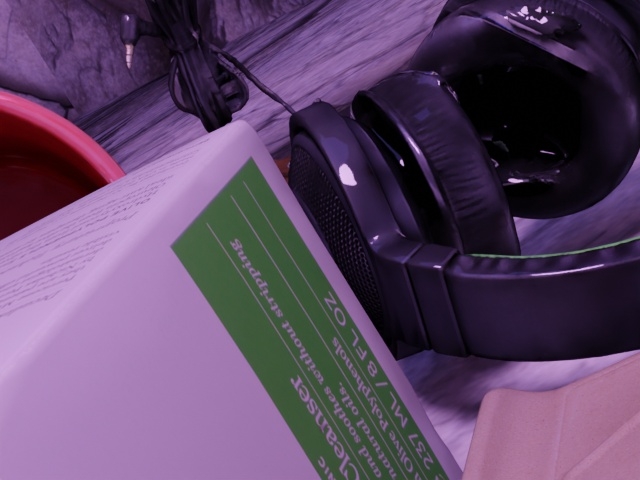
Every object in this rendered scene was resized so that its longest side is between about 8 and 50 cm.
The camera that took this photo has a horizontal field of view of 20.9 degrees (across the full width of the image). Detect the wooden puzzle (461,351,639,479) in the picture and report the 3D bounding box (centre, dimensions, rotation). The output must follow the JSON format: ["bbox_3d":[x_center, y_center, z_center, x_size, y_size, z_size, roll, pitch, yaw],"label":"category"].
[{"bbox_3d":[0.159,0.068,0.576,0.238,0.044,0.221,-22,14,18],"label":"wooden puzzle"}]

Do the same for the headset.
[{"bbox_3d":[0.064,-0.068,0.857,0.394,0.185,0.243,12,40,42],"label":"headset"}]

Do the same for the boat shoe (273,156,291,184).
[{"bbox_3d":[0.000,0.000,1.079,0.104,0.111,0.307,-30,22,-18],"label":"boat shoe"}]

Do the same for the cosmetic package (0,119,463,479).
[{"bbox_3d":[-0.096,0.130,0.574,0.155,0.197,0.365,-24,16,27],"label":"cosmetic package"}]

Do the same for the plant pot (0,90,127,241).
[{"bbox_3d":[-0.220,0.041,1.113,0.275,0.275,0.243,-32,4,0],"label":"plant pot"}]
